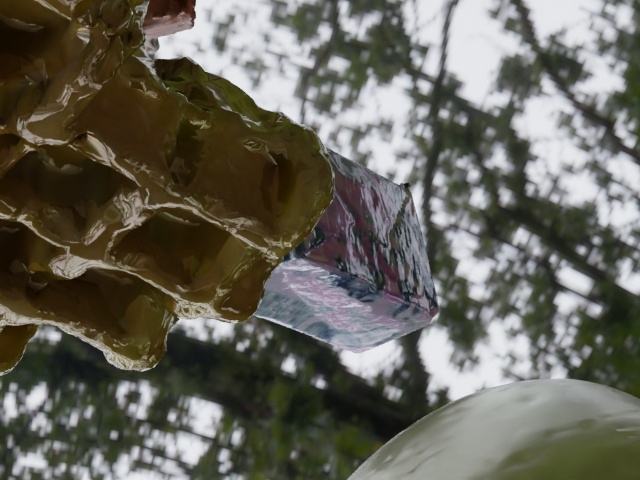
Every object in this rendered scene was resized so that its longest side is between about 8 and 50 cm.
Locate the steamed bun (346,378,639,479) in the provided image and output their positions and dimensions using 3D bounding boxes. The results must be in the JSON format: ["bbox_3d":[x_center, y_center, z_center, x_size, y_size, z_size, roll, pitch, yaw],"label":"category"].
[{"bbox_3d":[0.090,0.224,0.652,0.233,0.334,0.312,-27,-87,-14],"label":"steamed bun"}]

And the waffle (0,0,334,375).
[{"bbox_3d":[-0.115,-0.053,0.416,0.249,0.253,0.056,7,-133,-4],"label":"waffle"}]

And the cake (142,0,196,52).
[{"bbox_3d":[-0.134,-0.126,0.712,0.098,0.287,0.135,-15,-92,-27],"label":"cake"}]

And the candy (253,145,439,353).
[{"bbox_3d":[0.000,0.000,0.933,0.160,0.073,0.092,25,-131,-54],"label":"candy"}]
